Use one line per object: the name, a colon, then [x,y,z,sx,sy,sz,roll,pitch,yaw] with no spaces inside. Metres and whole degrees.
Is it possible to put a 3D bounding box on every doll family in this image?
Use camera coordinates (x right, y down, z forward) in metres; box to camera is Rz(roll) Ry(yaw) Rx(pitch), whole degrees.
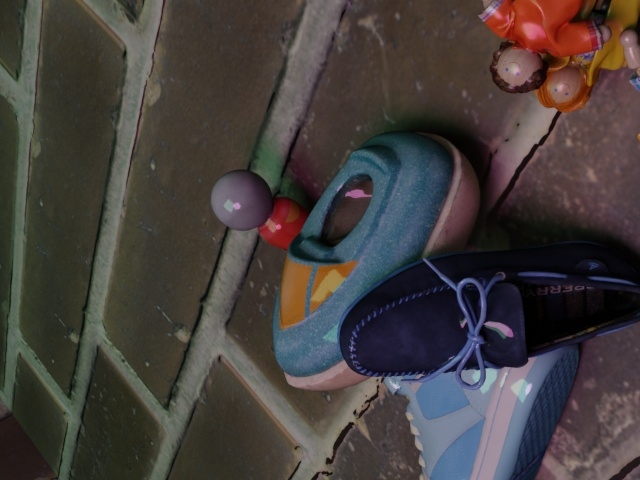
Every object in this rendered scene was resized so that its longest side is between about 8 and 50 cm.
doll family: [0.240,-0.136,0.598,0.262,0.118,0.163,24,124,15]

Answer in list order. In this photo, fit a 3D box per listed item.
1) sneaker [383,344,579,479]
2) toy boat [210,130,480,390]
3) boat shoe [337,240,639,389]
sneaker: [0.124,0.181,0.891,0.208,0.127,0.319,32,124,30]
toy boat: [0.000,0.000,0.847,0.148,0.268,0.318,29,177,-29]
boat shoe: [0.142,0.052,0.684,0.089,0.258,0.109,-126,19,-66]
